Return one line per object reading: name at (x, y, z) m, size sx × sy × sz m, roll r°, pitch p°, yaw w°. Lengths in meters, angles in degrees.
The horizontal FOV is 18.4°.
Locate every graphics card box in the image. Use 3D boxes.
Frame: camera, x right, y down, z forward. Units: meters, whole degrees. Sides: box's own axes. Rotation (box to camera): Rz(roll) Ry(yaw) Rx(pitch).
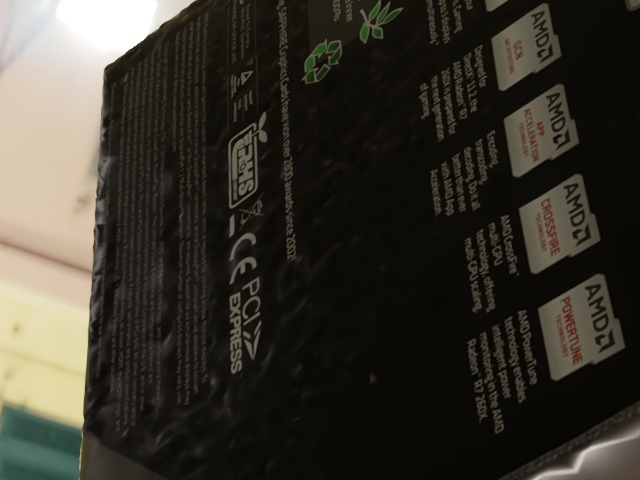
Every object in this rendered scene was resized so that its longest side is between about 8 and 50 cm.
graphics card box at (0.100, -0.039, 0.460) m, size 0.371 × 0.094 × 0.233 m, roll -33°, pitch -141°, yaw 26°
